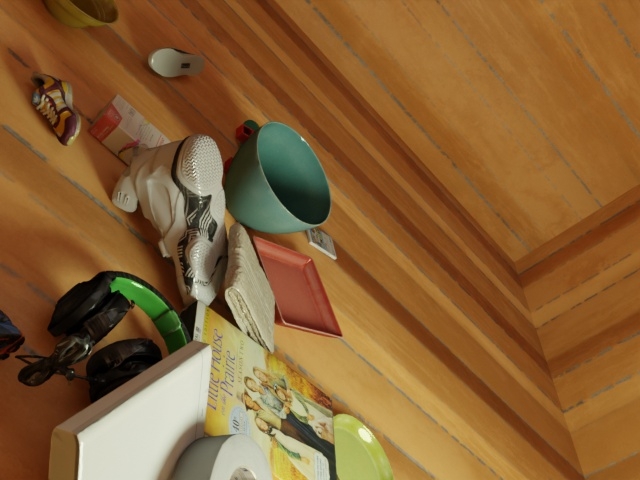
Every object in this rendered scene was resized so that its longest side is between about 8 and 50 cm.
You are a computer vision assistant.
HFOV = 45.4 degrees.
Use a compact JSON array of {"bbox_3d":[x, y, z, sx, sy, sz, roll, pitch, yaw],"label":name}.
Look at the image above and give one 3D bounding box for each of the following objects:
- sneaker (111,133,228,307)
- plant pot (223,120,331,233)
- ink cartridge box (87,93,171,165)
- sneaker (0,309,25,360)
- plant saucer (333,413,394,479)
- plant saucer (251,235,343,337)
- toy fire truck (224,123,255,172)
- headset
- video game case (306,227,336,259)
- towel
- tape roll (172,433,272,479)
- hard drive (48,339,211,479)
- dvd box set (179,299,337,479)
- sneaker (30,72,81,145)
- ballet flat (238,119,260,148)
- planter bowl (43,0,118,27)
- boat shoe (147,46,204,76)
[{"bbox_3d":[-0.315,-0.038,1.616,0.137,0.210,0.366,-11,102,-65],"label":"sneaker"},{"bbox_3d":[-0.136,-0.133,1.977,0.290,0.195,0.290,37,39,-38],"label":"plant pot"},{"bbox_3d":[-0.420,-0.226,1.748,0.198,0.067,0.115,42,26,-22],"label":"ink cartridge box"},{"bbox_3d":[-0.526,0.123,1.065,0.087,0.083,0.221,49,14,27],"label":"sneaker"},{"bbox_3d":[0.082,0.511,1.733,0.241,0.037,0.241,43,26,-27],"label":"plant saucer"},{"bbox_3d":[-0.070,0.131,1.954,0.259,0.047,0.259,23,38,-52],"label":"plant saucer"},{"bbox_3d":[-0.188,-0.213,2.090,0.192,0.135,0.047,40,27,-30],"label":"toy fire truck"},{"bbox_3d":[-0.327,0.159,1.239,0.243,0.185,0.394,57,22,6],"label":"headset"},{"bbox_3d":[0.000,0.000,2.319,0.122,0.011,0.087,34,31,-41],"label":"video game case"},{"bbox_3d":[-0.153,0.116,1.664,0.282,0.049,0.187,72,10,-47],"label":"towel"},{"bbox_3d":[-0.154,0.429,1.247,0.219,0.072,0.219,-12,90,-69],"label":"tape roll"},{"bbox_3d":[-0.270,0.312,1.131,0.047,0.233,0.353,13,15,18],"label":"hard drive"},{"bbox_3d":[-0.126,0.342,1.533,0.420,0.062,0.308,42,25,-28],"label":"dvd box set"},{"bbox_3d":[-0.550,-0.268,1.568,0.083,0.069,0.186,15,37,-44],"label":"sneaker"},{"bbox_3d":[-0.188,-0.248,2.242,0.077,0.077,0.231,59,13,-56],"label":"ballet flat"},{"bbox_3d":[-0.605,-0.586,1.859,0.217,0.090,0.217,42,26,-27],"label":"planter bowl"},{"bbox_3d":[-0.418,-0.502,2.144,0.070,0.078,0.219,25,16,23],"label":"boat shoe"}]
